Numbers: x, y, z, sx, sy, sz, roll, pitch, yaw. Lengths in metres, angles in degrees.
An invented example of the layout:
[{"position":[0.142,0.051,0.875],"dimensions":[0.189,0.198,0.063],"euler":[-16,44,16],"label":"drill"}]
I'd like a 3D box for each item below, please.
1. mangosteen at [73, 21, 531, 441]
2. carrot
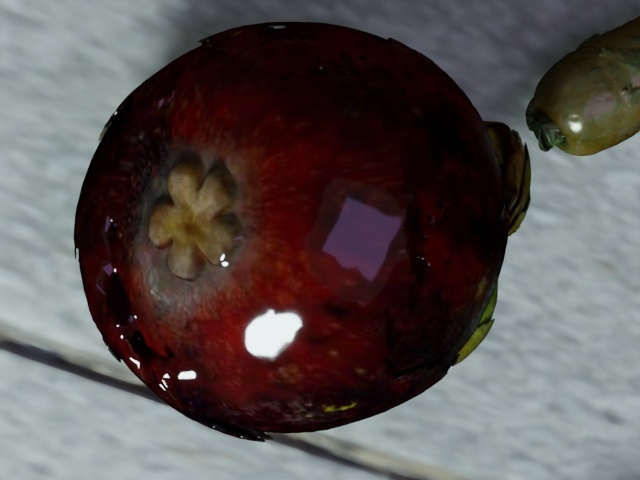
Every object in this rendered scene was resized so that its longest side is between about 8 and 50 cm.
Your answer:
[{"position":[0.000,0.000,0.590],"dimensions":[0.180,0.166,0.166],"euler":[17,98,-49],"label":"mangosteen"},{"position":[0.199,-0.107,0.690],"dimensions":[0.254,0.049,0.049],"euler":[-29,112,-15],"label":"carrot"}]
